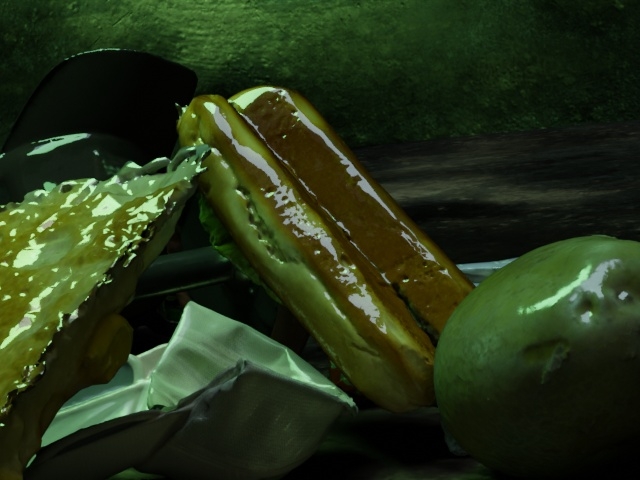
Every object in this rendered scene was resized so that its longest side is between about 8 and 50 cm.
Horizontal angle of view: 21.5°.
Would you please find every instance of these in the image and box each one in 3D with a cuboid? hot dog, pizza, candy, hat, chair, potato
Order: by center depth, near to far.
[{"bbox_3d":[-0.291,0.108,1.076,0.392,0.080,0.435,-8,33,32],"label":"pizza"},{"bbox_3d":[0.164,0.075,1.096,0.160,0.178,0.235,34,-17,1],"label":"potato"},{"bbox_3d":[-0.105,0.144,1.161,0.226,0.164,0.219,-46,13,-1],"label":"hat"},{"bbox_3d":[0.000,0.000,1.278,0.135,0.100,0.337,-19,55,-36],"label":"hot dog"},{"bbox_3d":[0.092,0.085,1.364,0.184,0.049,0.055,-19,15,3],"label":"candy"},{"bbox_3d":[-0.170,0.035,1.401,0.401,0.226,0.226,-12,11,-34],"label":"chair"},{"bbox_3d":[-0.202,-0.002,1.585,0.238,0.336,0.209,13,29,-45],"label":"hat"}]

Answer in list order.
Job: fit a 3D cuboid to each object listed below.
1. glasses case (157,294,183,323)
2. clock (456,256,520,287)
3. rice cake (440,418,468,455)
[{"bbox_3d":[-0.151,0.039,1.846,0.095,0.062,0.272,-2,9,-14],"label":"glasses case"},{"bbox_3d":[0.180,0.057,1.516,0.198,0.064,0.172,-8,10,-10],"label":"clock"},{"bbox_3d":[0.122,0.117,1.286,0.043,0.034,0.211,-13,9,11],"label":"rice cake"}]
